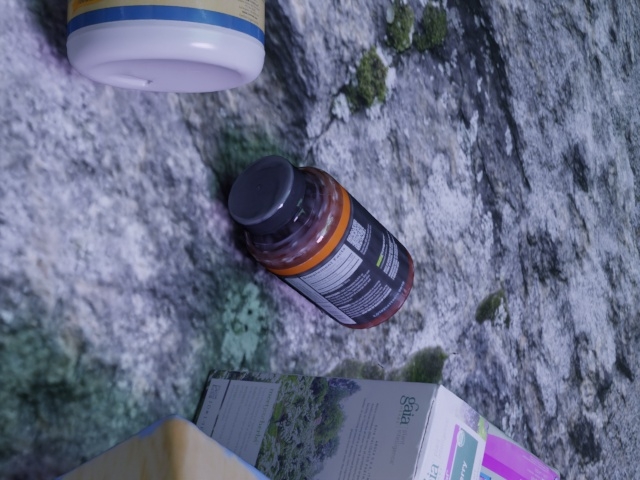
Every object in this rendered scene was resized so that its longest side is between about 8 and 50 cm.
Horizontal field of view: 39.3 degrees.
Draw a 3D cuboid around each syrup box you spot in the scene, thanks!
[{"bbox_3d":[0.008,0.169,0.735,0.096,0.237,0.093,42,56,-44],"label":"syrup box"}]

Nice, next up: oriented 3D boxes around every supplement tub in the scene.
[{"bbox_3d":[0.000,0.000,0.840,0.198,0.106,0.106,41,57,-44],"label":"supplement tub"},{"bbox_3d":[-0.113,-0.220,0.665,0.144,0.144,0.199,3,86,-53],"label":"supplement tub"}]

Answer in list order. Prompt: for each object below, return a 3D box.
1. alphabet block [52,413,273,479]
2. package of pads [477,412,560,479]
[{"bbox_3d":[-0.101,0.266,0.568,0.193,0.192,0.197,46,19,-40],"label":"alphabet block"},{"bbox_3d":[0.187,0.352,1.079,0.296,0.101,0.229,38,59,-45],"label":"package of pads"}]
